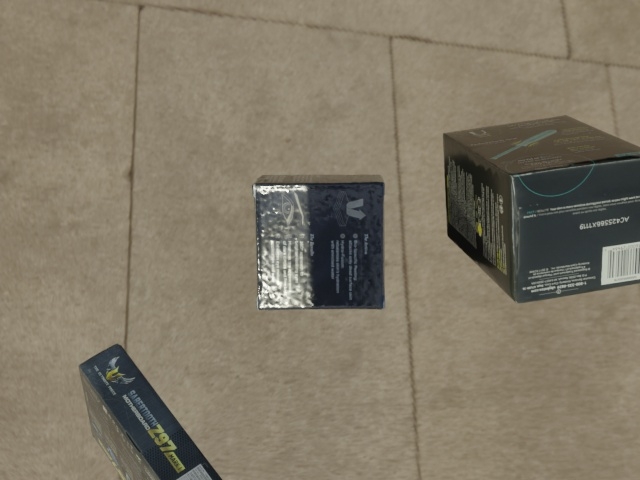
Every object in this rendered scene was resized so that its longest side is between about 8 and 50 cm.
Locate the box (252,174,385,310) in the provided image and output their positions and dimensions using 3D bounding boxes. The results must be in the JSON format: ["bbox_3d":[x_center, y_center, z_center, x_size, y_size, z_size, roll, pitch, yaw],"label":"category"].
[{"bbox_3d":[0.000,0.000,1.039,0.158,0.093,0.156,0,101,1],"label":"box"}]

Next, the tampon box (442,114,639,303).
[{"bbox_3d":[0.182,-0.032,0.688,0.120,0.161,0.102,-8,110,-7],"label":"tampon box"}]

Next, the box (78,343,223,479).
[{"bbox_3d":[-0.189,0.256,0.967,0.059,0.183,0.233,-29,60,-28],"label":"box"}]
